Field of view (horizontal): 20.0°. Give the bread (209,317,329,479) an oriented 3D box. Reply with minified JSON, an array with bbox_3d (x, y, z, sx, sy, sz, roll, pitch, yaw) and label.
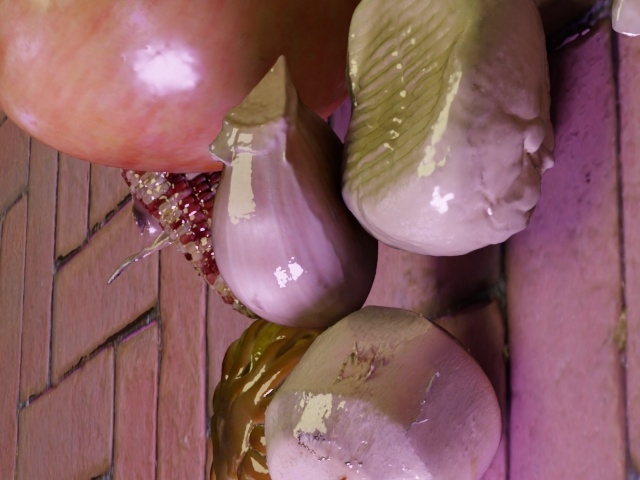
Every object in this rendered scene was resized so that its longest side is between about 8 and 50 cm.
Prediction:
[{"bbox_3d":[-0.039,0.171,1.612,0.213,0.104,0.213,-31,55,59],"label":"bread"}]

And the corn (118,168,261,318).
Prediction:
[{"bbox_3d":[-0.114,-0.044,1.700,0.290,0.098,0.098,53,148,3],"label":"corn"}]

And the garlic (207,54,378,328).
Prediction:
[{"bbox_3d":[-0.001,0.004,1.385,0.148,0.266,0.128,-46,61,-5],"label":"garlic"}]

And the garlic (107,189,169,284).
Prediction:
[{"bbox_3d":[-0.127,-0.132,1.809,0.151,0.196,0.338,-86,-7,-80],"label":"garlic"}]

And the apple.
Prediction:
[{"bbox_3d":[-0.119,-0.240,1.532,0.346,0.391,0.391,142,130,-59],"label":"apple"}]

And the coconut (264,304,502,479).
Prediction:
[{"bbox_3d":[0.051,0.126,1.334,0.183,0.171,0.171,-51,2,-35],"label":"coconut"}]

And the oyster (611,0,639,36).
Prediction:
[{"bbox_3d":[0.237,-0.284,1.051,0.238,0.114,0.351,35,113,63],"label":"oyster"}]

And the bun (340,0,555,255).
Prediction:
[{"bbox_3d":[0.100,-0.092,1.302,0.229,0.145,0.229,-41,40,47],"label":"bun"}]
